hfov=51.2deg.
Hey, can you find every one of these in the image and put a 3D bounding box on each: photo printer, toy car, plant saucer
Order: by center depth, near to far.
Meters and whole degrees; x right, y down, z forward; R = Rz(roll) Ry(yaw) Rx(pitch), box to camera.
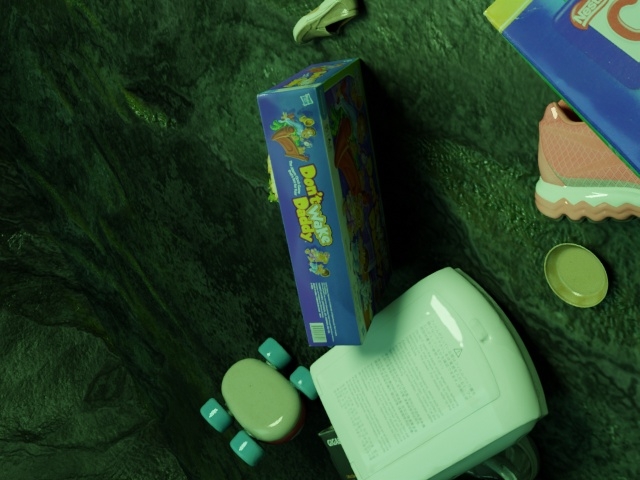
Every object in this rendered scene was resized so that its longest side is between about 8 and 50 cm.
[{"bbox_3d":[0.311,0.040,0.806,0.083,0.015,0.083,32,134,40],"label":"plant saucer"},{"bbox_3d":[0.151,0.206,0.956,0.307,0.107,0.256,-43,61,28],"label":"photo printer"},{"bbox_3d":[-0.097,0.379,1.476,0.210,0.219,0.238,35,166,36],"label":"toy car"}]

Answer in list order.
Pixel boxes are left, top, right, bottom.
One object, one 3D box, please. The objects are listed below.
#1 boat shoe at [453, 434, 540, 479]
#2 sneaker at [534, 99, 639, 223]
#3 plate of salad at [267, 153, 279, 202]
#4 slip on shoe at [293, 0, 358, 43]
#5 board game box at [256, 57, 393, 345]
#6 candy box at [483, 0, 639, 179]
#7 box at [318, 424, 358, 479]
[{"bbox_3d":[0.173,0.330,1.045,0.320,0.103,0.118,2,100,38],"label":"boat shoe"},{"bbox_3d":[0.328,-0.085,0.613,0.314,0.116,0.136,6,112,51],"label":"sneaker"},{"bbox_3d":[-0.058,-0.114,1.086,0.200,0.048,0.200,-10,-90,-82],"label":"plate of salad"},{"bbox_3d":[0.009,-0.312,0.962,0.135,0.051,0.041,-24,89,49],"label":"slip on shoe"},{"bbox_3d":[0.021,-0.061,0.941,0.078,0.233,0.347,-4,112,19],"label":"board game box"},{"bbox_3d":[0.326,-0.141,0.465,0.268,0.122,0.317,-44,71,20],"label":"candy box"},{"bbox_3d":[0.149,0.462,1.259,0.293,0.073,0.295,60,146,6],"label":"box"}]
